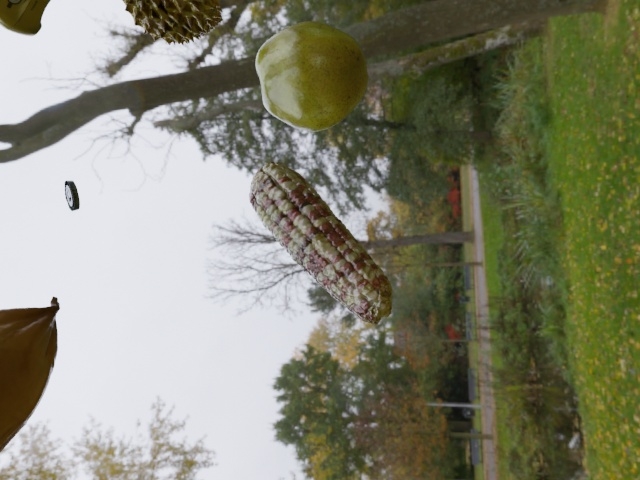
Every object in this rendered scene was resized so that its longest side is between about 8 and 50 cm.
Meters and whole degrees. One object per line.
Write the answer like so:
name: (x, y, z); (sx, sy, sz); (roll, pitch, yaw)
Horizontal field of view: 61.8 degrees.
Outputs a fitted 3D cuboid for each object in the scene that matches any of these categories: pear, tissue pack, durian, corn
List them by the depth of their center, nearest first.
corn: (0.000, 0.000, 0.622); (0.237, 0.079, 0.079); (46, 175, 25)
pear: (-0.016, -0.293, 0.961); (0.198, 0.198, 0.198); (-2, -90, -77)
durian: (-0.269, -0.441, 0.965); (0.182, 0.165, 0.132); (73, -177, -45)
tissue pack: (-0.661, -0.552, 1.165); (0.178, 0.123, 0.127); (-53, -23, 11)

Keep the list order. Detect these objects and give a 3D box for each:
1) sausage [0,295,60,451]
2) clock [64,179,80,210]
sausage: (-0.336, 0.167, 0.455); (0.328, 0.112, 0.112); (-54, -36, -38)
clock: (-0.668, -0.121, 1.437); (0.017, 0.085, 0.085); (-15, -74, -36)
